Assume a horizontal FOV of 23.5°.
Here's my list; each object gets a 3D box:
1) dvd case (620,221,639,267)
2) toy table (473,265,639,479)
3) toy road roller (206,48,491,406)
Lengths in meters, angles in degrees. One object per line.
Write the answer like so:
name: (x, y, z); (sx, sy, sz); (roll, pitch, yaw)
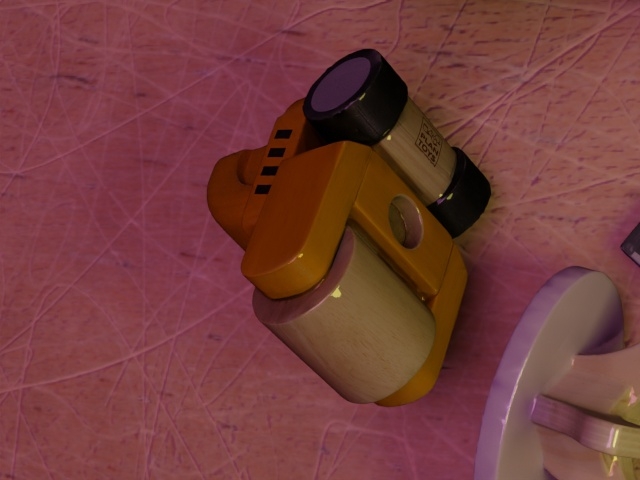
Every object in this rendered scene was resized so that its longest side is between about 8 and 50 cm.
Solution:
dvd case: (0.409, 0.013, 1.393); (0.179, 0.029, 0.239); (-52, 54, 14)
toy table: (0.261, 0.172, 1.383); (0.161, 0.252, 0.274); (15, 101, 42)
toy road roller: (0.000, 0.000, 1.483); (0.240, 0.202, 0.329); (-18, 40, 37)
